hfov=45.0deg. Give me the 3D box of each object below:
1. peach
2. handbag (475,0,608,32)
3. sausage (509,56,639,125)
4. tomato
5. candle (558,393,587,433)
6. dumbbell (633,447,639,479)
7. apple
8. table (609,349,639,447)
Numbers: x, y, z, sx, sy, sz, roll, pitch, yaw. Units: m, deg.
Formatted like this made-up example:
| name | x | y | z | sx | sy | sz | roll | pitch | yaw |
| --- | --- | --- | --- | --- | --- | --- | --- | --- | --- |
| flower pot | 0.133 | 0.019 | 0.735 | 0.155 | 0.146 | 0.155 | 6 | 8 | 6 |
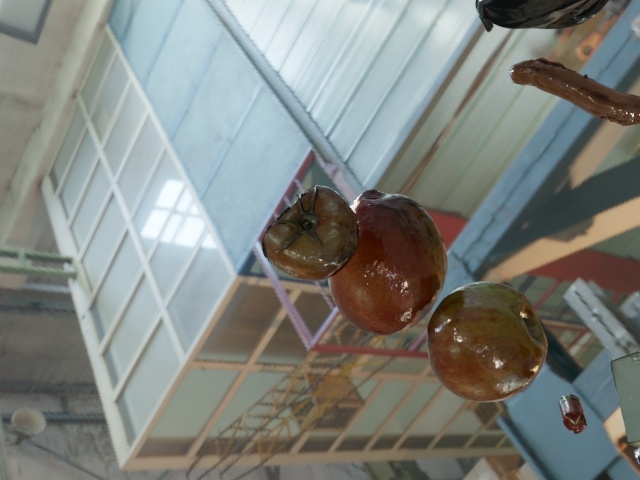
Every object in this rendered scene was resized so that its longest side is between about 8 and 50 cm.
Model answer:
| name | x | y | z | sx | sy | sz | roll | pitch | yaw |
| --- | --- | --- | --- | --- | --- | --- | --- | --- | --- |
| peach | 0.167 | 0.055 | 1.952 | 0.290 | 0.372 | 0.372 | 3 | -149 | -7 |
| handbag | 0.404 | -0.462 | 1.207 | 0.178 | 0.301 | 0.275 | 33 | 164 | -1 |
| sausage | 0.549 | -0.317 | 1.641 | 0.304 | 0.078 | 0.078 | 26 | -157 | 14 |
| tomato | 0.000 | 0.000 | 1.695 | 0.155 | 0.214 | 0.180 | 37 | 170 | 28 |
| candle | 0.563 | 0.389 | 1.721 | 0.052 | 0.052 | 0.130 | 34 | -165 | 3 |
| dumbbell | 0.863 | 0.516 | 1.842 | 0.143 | 0.325 | 0.143 | 44 | -164 | -17 |
| apple | 0.403 | 0.242 | 1.822 | 0.302 | 0.301 | 0.301 | 26 | -155 | -14 |
| table | 0.523 | 0.188 | 1.005 | 0.111 | 0.240 | 0.121 | 25 | -130 | -34 |
